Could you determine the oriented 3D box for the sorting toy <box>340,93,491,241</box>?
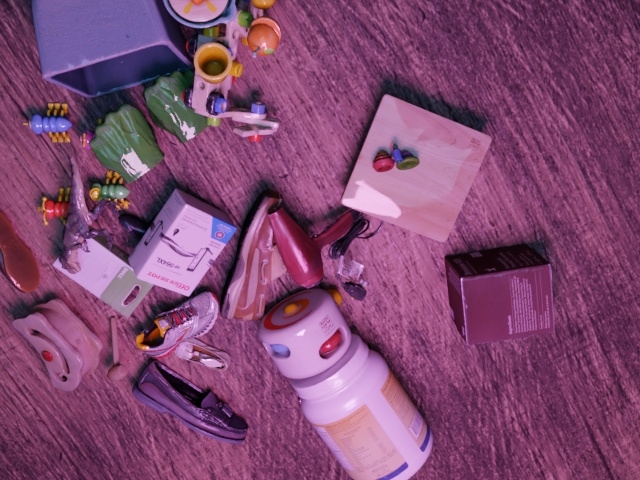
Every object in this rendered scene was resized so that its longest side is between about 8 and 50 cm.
[{"bbox_3d":[0.206,-0.163,1.494,0.257,0.089,0.256,20,103,-8],"label":"sorting toy"}]

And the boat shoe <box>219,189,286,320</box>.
[{"bbox_3d":[-0.137,0.043,1.530,0.119,0.123,0.324,16,112,-11],"label":"boat shoe"}]

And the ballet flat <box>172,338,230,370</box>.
[{"bbox_3d":[-0.297,0.272,1.610,0.168,0.052,0.057,18,104,-6],"label":"ballet flat"}]

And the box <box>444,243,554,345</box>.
[{"bbox_3d":[0.410,0.122,1.535,0.203,0.168,0.167,-9,106,0],"label":"box"}]

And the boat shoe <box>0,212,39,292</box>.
[{"bbox_3d":[-0.718,0.026,1.527,0.073,0.073,0.207,-13,105,40],"label":"boat shoe"}]

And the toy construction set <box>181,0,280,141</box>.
[{"bbox_3d":[-0.181,-0.361,1.386,0.151,0.215,0.328,6,112,24],"label":"toy construction set"}]

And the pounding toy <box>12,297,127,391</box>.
[{"bbox_3d":[-0.580,0.246,1.585,0.269,0.155,0.154,47,127,-3],"label":"pounding toy"}]

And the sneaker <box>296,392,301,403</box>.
[{"bbox_3d":[-0.013,0.417,1.656,0.119,0.057,0.047,39,98,-12],"label":"sneaker"}]

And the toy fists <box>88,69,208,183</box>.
[{"bbox_3d":[-0.360,-0.254,1.425,0.279,0.096,0.142,-38,117,-9],"label":"toy fists"}]

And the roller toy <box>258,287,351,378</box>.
[{"bbox_3d":[-0.036,0.204,1.523,0.209,0.191,0.146,-25,110,8],"label":"roller toy"}]

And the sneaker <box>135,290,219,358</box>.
[{"bbox_3d":[-0.332,0.198,1.553,0.225,0.092,0.088,-39,64,6],"label":"sneaker"}]

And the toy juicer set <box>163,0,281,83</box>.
[{"bbox_3d":[-0.191,-0.471,1.229,0.209,0.089,0.329,-26,90,-8],"label":"toy juicer set"}]

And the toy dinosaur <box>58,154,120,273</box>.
[{"bbox_3d":[-0.505,-0.044,1.450,0.118,0.064,0.268,8,102,-4],"label":"toy dinosaur"}]

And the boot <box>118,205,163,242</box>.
[{"bbox_3d":[-0.388,-0.040,1.528,0.099,0.045,0.121,-39,110,10],"label":"boot"}]

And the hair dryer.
[{"bbox_3d":[0.000,0.000,1.490,0.293,0.080,0.224,21,74,-34],"label":"hair dryer"}]

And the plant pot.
[{"bbox_3d":[-0.423,-0.455,1.327,0.247,0.247,0.253,-15,92,2],"label":"plant pot"}]

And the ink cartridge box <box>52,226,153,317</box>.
[{"bbox_3d":[-0.496,0.071,1.544,0.209,0.062,0.109,38,99,-11],"label":"ink cartridge box"}]

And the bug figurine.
[{"bbox_3d":[-0.537,-0.164,1.476,0.216,0.072,0.279,-3,104,-1],"label":"bug figurine"}]

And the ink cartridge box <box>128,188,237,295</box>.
[{"bbox_3d":[-0.309,0.009,1.494,0.148,0.086,0.203,26,104,-41],"label":"ink cartridge box"}]

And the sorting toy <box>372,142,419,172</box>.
[{"bbox_3d":[0.159,-0.178,1.420,0.101,0.061,0.042,-8,71,-7],"label":"sorting toy"}]

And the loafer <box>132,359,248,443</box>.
[{"bbox_3d":[-0.304,0.393,1.618,0.302,0.109,0.095,27,98,-6],"label":"loafer"}]

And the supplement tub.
[{"bbox_3d":[0.096,0.401,1.567,0.228,0.228,0.316,-32,103,6],"label":"supplement tub"}]
